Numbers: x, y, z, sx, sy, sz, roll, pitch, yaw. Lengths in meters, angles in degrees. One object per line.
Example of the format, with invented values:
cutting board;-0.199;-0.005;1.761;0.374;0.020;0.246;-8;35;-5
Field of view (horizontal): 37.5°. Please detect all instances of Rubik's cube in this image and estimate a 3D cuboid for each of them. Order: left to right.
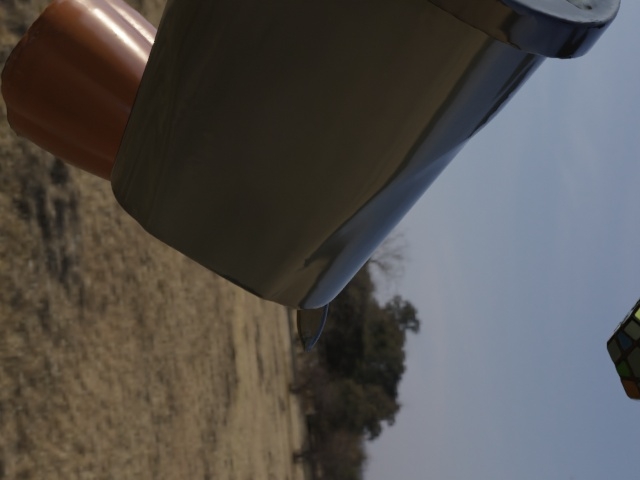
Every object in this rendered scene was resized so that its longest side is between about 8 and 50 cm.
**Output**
Rubik's cube;0.314;0.091;0.809;0.133;0.112;0.133;-49;165;-18

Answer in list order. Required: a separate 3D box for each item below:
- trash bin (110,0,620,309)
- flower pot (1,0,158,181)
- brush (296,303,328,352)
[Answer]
trash bin;0.007;-0.109;0.541;0.250;0.219;0.219;-57;-177;40
flower pot;-0.214;-0.149;1.012;0.173;0.190;0.191;34;-27;20
brush;0.000;0.000;0.774;0.021;0.070;0.196;-74;171;-78
